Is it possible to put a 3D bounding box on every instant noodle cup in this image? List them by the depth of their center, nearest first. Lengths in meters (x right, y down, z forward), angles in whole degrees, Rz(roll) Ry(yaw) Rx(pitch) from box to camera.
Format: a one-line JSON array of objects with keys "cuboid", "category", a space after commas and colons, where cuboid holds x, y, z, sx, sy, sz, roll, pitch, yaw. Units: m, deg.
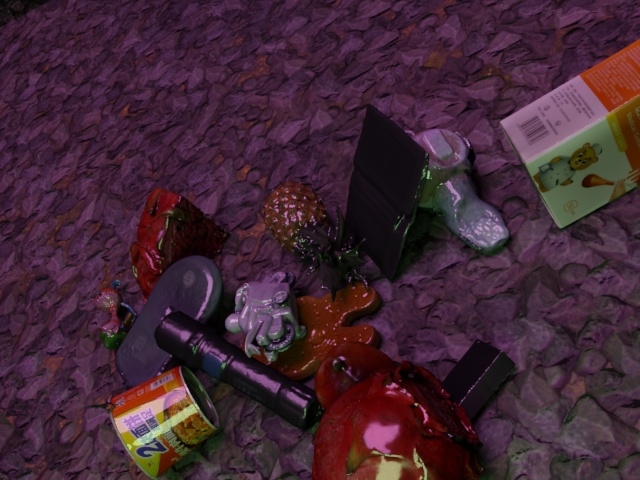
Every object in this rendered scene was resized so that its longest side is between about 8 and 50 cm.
[{"cuboid": [-0.327, 0.377, 1.871, 0.174, 0.213, 0.213, -32, 44, 0], "category": "instant noodle cup"}]

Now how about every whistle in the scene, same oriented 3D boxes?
[{"cuboid": [0.275, -0.103, 1.875, 0.189, 0.189, 0.348, -36, 66, 6], "category": "whistle"}]

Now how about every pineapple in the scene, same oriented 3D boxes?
[{"cuboid": [0.003, 0.000, 1.956, 0.165, 0.165, 0.364, -44, 42, -2], "category": "pineapple"}]

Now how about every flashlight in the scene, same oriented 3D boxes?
[{"cuboid": [-0.171, 0.270, 1.842, 0.424, 0.103, 0.103, 24, 72, 27], "category": "flashlight"}]

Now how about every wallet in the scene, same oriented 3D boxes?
[{"cuboid": [0.135, -0.099, 1.882, 0.041, 0.323, 0.247, -10, 37, -27], "category": "wallet"}]

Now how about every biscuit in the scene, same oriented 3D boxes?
[{"cuboid": [-0.020, 0.205, 1.893, 0.333, 0.047, 0.202, -18, 47, 21], "category": "biscuit"}]

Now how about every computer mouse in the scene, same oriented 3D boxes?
[{"cuboid": [-0.344, 0.213, 2.061, 0.188, 0.122, 0.371, 30, 84, 37], "category": "computer mouse"}]

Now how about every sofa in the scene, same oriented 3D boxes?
[{"cuboid": [0.288, 0.264, 1.631, 0.147, 0.060, 0.085, -50, 27, -9], "category": "sofa"}]

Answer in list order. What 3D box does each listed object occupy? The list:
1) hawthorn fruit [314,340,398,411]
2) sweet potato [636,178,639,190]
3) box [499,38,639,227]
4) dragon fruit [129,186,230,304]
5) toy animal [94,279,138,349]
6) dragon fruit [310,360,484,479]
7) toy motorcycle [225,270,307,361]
[{"cuboid": [0.069, 0.268, 1.678, 0.169, 0.188, 0.169, -16, 42, 15], "category": "hawthorn fruit"}, {"cuboid": [0.662, -0.119, 1.674, 0.117, 0.049, 0.049, -27, 44, 0], "category": "sweet potato"}, {"cuboid": [0.554, -0.209, 1.685, 0.341, 0.225, 0.143, -30, 43, 13], "category": "box"}, {"cuboid": [-0.362, 0.040, 2.194, 0.240, 0.302, 0.330, 8, 74, 3], "category": "dragon fruit"}, {"cuboid": [-0.528, 0.185, 2.250, 0.103, 0.100, 0.208, -6, 37, -19], "category": "toy animal"}, {"cuboid": [0.130, 0.369, 1.493, 0.302, 0.295, 0.296, -64, 37, 24], "category": "dragon fruit"}, {"cuboid": [-0.126, 0.161, 1.883, 0.170, 0.110, 0.260, -20, 33, 11], "category": "toy motorcycle"}]
